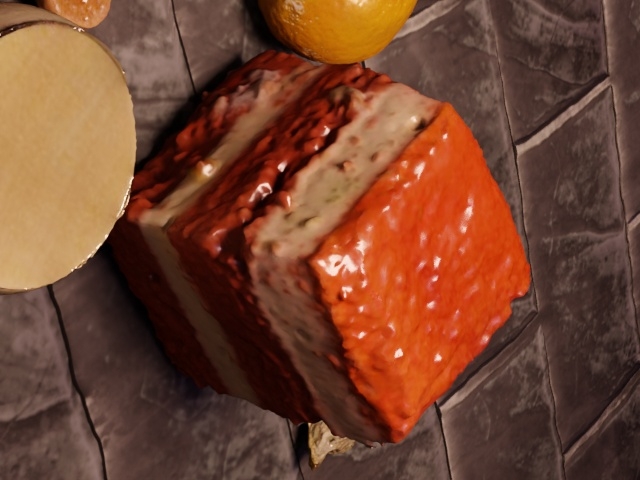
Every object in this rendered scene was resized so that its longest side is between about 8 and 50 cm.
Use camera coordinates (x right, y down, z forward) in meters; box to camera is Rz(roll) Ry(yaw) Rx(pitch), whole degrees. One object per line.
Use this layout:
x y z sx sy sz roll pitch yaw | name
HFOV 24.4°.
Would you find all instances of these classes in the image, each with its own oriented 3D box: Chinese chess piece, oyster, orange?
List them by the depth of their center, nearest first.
-0.268 -0.076 1.257 0.250 0.103 0.249 -18 114 -48 | Chinese chess piece
0.021 -0.267 1.518 0.178 0.155 0.177 -24 128 -35 | orange
0.051 0.172 1.734 0.209 0.072 0.132 -22 119 -47 | oyster

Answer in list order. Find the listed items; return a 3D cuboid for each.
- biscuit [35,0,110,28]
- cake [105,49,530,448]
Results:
-0.193 -0.349 1.314 0.205 0.049 0.324 43 68 -49 | biscuit
0.000 0.000 1.426 0.269 0.319 0.270 -49 134 -28 | cake
